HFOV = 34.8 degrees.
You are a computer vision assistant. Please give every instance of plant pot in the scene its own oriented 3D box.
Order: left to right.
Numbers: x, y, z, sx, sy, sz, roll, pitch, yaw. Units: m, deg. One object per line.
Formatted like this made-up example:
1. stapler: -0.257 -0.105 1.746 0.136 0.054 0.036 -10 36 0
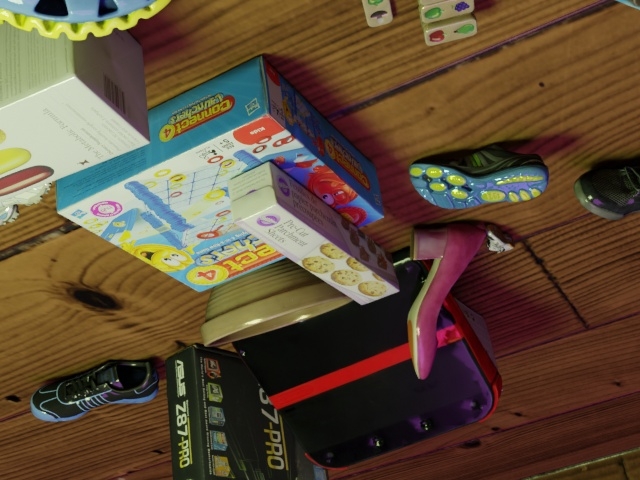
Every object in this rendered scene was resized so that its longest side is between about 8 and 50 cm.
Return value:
1. plant pot: -0.074 0.071 1.515 0.237 0.110 0.237 -17 172 -2

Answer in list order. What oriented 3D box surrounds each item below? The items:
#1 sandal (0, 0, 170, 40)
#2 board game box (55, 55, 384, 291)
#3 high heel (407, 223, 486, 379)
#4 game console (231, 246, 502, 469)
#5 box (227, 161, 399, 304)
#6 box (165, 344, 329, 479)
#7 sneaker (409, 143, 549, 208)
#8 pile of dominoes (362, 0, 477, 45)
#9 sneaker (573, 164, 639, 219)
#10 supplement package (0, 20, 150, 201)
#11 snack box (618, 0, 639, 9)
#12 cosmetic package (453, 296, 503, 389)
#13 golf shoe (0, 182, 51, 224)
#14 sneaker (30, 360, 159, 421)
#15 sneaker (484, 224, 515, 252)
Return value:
1. sandal: -0.271 -0.259 0.890 0.317 0.126 0.138 -5 147 -12
2. board game box: -0.122 -0.068 1.309 0.308 0.086 0.302 -22 149 21
3. high heel: 0.197 0.095 1.583 0.117 0.244 0.082 0 -177 -4
4. game console: 0.079 0.212 1.735 0.386 0.060 0.342 -24 107 22
5. box: 0.000 0.000 1.313 0.067 0.063 0.324 -24 148 21
6. box: -0.124 0.410 1.846 0.097 0.395 0.318 -29 146 33
7. sneaker: 0.216 -0.089 1.394 0.188 0.078 0.067 -2 123 13
8. pile of dominoes: 0.130 -0.296 1.029 0.196 0.040 0.251 -13 152 5
9. sneaker: 0.475 -0.091 1.461 0.227 0.087 0.130 1 148 -25
10. supplement package: -0.319 -0.143 1.062 0.244 0.134 0.139 -19 149 17
11. snack box: 0.422 -0.349 1.004 0.187 0.060 0.322 10 146 -32
12. cosmetic package: 0.206 0.218 1.857 0.183 0.151 0.151 -24 148 23
13. golf shoe: -0.383 -0.077 1.236 0.086 0.069 0.176 25 135 -38
14. sneaker: -0.405 0.259 1.823 0.232 0.081 0.090 -11 149 -12
15. sneaker: 0.276 0.002 1.616 0.037 0.032 0.083 -26 147 26
